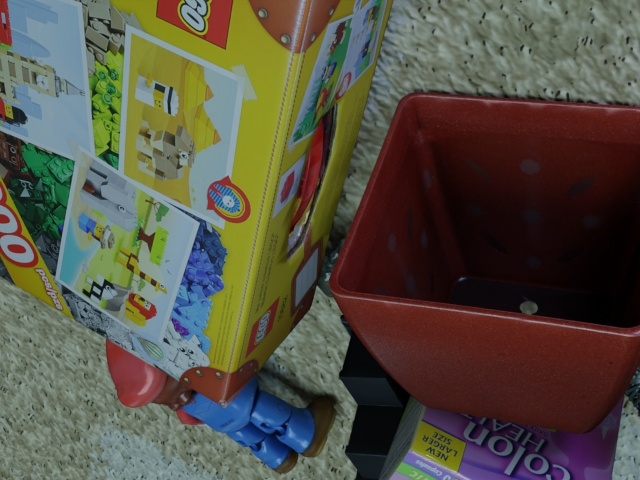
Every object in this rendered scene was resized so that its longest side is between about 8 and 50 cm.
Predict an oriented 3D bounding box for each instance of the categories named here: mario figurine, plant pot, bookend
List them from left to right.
[{"bbox_3d":[-0.133,0.170,1.334,0.320,0.170,0.198,34,98,-22],"label":"mario figurine"},{"bbox_3d":[0.064,0.195,1.193,0.072,0.157,0.156,-1,143,25],"label":"bookend"},{"bbox_3d":[0.188,0.040,0.977,0.267,0.267,0.235,7,139,20],"label":"plant pot"}]

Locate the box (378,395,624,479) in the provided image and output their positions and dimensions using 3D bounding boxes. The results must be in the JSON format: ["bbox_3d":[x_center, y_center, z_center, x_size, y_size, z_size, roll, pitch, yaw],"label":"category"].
[{"bbox_3d":[0.202,0.219,1.116,0.214,0.243,0.117,27,134,2],"label":"box"}]

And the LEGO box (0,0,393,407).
[{"bbox_3d":[-0.164,-0.133,0.986,0.373,0.193,0.500,27,134,14],"label":"LEGO box"}]

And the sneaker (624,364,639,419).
[{"bbox_3d":[0.375,0.180,1.106,0.178,0.077,0.072,34,150,-4],"label":"sneaker"}]

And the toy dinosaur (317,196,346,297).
[{"bbox_3d":[0.000,0.000,1.153,0.268,0.064,0.118,43,139,-9],"label":"toy dinosaur"}]
